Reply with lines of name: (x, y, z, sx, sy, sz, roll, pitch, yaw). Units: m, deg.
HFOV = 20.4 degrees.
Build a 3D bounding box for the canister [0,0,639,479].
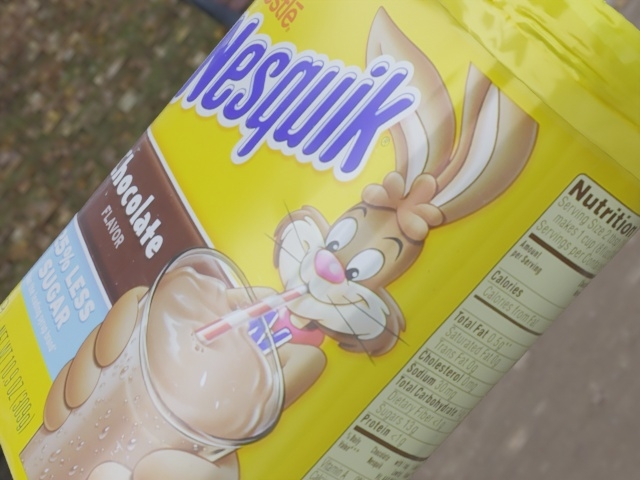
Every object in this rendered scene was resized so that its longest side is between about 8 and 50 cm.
canister: (0.000, 0.000, 0.419, 0.170, 0.073, 0.126, -49, 37, 11)
